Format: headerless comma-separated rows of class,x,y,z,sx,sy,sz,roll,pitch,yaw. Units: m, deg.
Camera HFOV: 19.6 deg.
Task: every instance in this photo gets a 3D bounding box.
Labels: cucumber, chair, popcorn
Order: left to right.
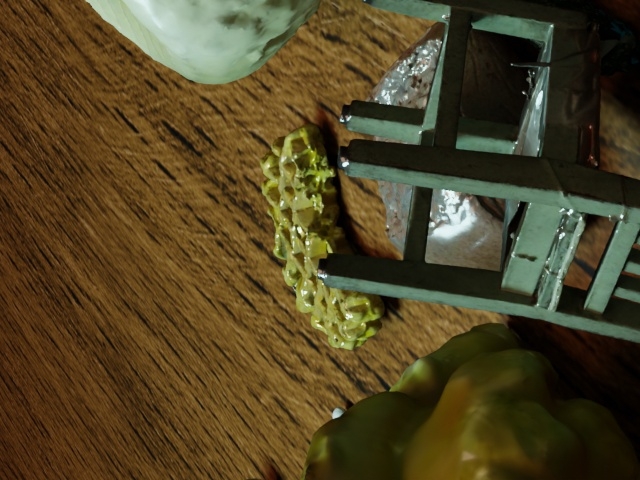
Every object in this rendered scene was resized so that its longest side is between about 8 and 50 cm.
popcorn,0.117,0.225,1.243,0.290,0.321,0.326,29,151,36
cucumber,0.120,-0.160,1.190,0.256,0.043,0.044,43,144,48
chair,0.142,-0.041,1.082,0.136,0.270,0.147,99,-179,-55

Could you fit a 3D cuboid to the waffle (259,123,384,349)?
waffle,0.003,0.000,1.588,0.149,0.051,0.194,153,102,-68

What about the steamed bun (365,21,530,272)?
steamed bun,0.097,-0.055,1.246,0.175,0.106,0.145,69,158,11

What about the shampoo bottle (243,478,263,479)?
shampoo bottle,-0.032,0.363,1.918,0.234,0.087,0.118,51,149,40

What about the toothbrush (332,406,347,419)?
toothbrush,0.107,0.226,1.555,0.042,0.040,0.418,63,168,-28

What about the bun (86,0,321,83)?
bun,-0.116,-0.296,1.375,0.352,0.227,0.349,48,172,35
